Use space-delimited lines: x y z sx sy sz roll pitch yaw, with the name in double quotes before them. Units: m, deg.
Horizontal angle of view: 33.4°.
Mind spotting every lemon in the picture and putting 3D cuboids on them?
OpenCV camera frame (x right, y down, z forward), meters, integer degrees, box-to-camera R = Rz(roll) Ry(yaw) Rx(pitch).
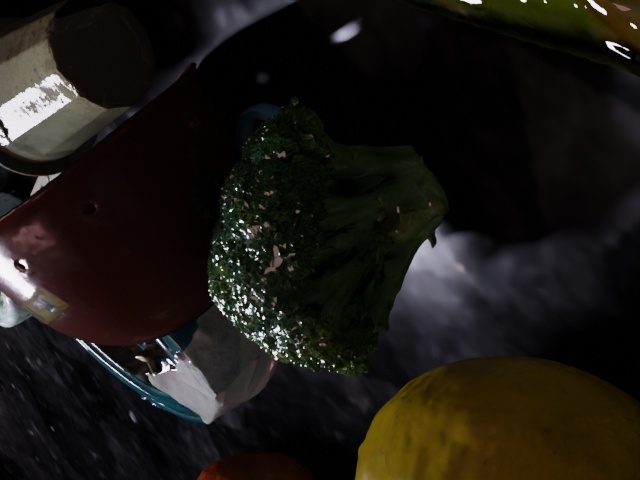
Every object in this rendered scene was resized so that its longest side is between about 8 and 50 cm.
"lemon" 0.175 0.238 0.993 0.316 0.285 0.285 -6 120 19

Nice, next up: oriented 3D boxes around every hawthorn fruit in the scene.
"hawthorn fruit" -0.101 0.434 1.593 0.258 0.258 0.262 67 166 -20

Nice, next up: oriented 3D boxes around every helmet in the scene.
"helmet" -0.212 -0.004 1.203 0.230 0.337 0.385 50 149 -9

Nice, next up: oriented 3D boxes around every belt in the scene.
"belt" -0.240 0.088 1.494 0.436 0.173 0.300 26 149 42

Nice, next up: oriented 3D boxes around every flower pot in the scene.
"flower pot" -0.316 -0.209 1.309 0.203 0.212 0.212 -21 103 46

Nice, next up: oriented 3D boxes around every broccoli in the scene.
"broccoli" 0.000 0.000 1.036 0.269 0.242 0.261 62 174 17

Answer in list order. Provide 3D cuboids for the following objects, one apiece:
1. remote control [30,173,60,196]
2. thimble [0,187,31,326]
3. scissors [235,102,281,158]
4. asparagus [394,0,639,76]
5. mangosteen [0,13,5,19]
"remote control" -0.414 -0.079 1.692 0.078 0.042 0.221 52 150 2
"thimble" -0.545 0.029 1.868 0.237 0.150 0.237 32 142 30
"scissors" -0.119 -0.055 1.332 0.447 0.029 0.192 -7 114 57
"asparagus" 0.164 -0.186 0.745 0.382 0.128 0.108 26 103 40
"mangosteen" -0.565 -0.244 1.515 0.297 0.297 0.313 100 147 -50
